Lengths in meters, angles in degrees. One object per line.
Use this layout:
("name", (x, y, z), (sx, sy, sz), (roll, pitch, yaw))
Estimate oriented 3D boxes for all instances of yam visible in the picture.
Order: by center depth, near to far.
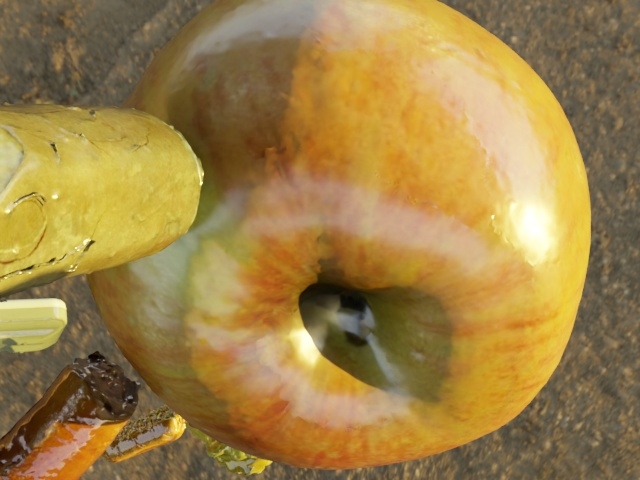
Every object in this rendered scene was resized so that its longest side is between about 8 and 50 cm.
("yam", (-0.170, -0.016, 0.440), (0.106, 0.259, 0.106), (5, 101, 25))

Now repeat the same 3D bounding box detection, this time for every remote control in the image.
("remote control", (-0.538, 0.131, 1.265), (0.336, 0.128, 0.065), (-1, 66, -26))

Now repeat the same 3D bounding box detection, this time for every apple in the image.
("apple", (0.010, -0.019, 0.726), (0.401, 0.400, 0.333), (-4, 33, 0))

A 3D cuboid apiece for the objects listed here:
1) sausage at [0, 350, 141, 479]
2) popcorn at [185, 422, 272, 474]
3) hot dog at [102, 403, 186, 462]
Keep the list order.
("sausage", (-0.291, 0.214, 0.797), (0.302, 0.076, 0.102), (-36, 51, 5))
("popcorn", (-0.108, 0.267, 1.513), (0.251, 0.237, 0.206), (-39, 61, -4))
("hot dog", (-0.275, 0.302, 1.406), (0.165, 0.045, 0.071), (-26, 16, 23))
